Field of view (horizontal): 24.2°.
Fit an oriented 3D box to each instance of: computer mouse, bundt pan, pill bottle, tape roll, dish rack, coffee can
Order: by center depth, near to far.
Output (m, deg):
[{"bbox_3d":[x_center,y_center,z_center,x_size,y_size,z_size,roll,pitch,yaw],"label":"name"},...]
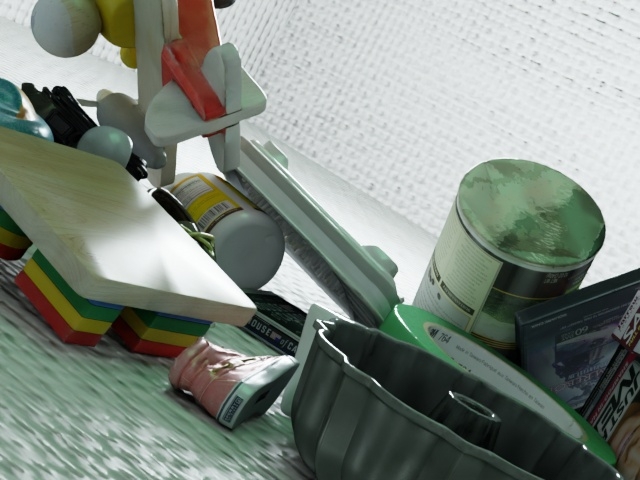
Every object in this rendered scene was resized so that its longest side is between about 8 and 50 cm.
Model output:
[{"bbox_3d":[0.112,0.202,1.358,0.331,0.124,0.331,28,8,-4],"label":"bundt pan"},{"bbox_3d":[0.201,0.197,1.782,0.321,0.077,0.321,34,8,-6],"label":"tape roll"},{"bbox_3d":[-0.290,-0.106,1.925,0.184,0.060,0.262,47,-23,-1],"label":"computer mouse"},{"bbox_3d":[-0.141,-0.018,1.981,0.117,0.117,0.215,23,9,-35],"label":"pill bottle"},{"bbox_3d":[0.000,0.000,1.989,0.333,0.072,0.285,45,-7,16],"label":"dish rack"},{"bbox_3d":[0.239,0.056,1.999,0.202,0.275,0.201,9,43,-9],"label":"coffee can"}]

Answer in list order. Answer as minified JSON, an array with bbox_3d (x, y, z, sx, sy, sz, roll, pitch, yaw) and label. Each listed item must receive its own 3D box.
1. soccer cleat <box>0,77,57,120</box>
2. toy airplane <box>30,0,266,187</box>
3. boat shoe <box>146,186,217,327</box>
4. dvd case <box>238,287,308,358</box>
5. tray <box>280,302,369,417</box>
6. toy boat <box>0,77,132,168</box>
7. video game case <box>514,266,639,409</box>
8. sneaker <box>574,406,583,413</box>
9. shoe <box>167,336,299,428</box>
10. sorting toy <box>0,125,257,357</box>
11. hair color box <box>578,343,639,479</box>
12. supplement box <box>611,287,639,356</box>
[{"bbox_3d":[-0.454,-0.174,2.128,0.289,0.093,0.121,21,-43,45],"label":"soccer cleat"},{"bbox_3d":[-0.217,-0.251,1.830,0.272,0.386,0.384,-4,5,-9],"label":"toy airplane"},{"bbox_3d":[-0.173,0.016,1.725,0.109,0.091,0.305,25,8,-24],"label":"boat shoe"},{"bbox_3d":[-0.010,0.125,1.818,0.239,0.029,0.179,32,8,21],"label":"dvd case"},{"bbox_3d":[0.097,0.170,1.549,0.270,0.030,0.145,26,49,-12],"label":"tray"},{"bbox_3d":[-0.362,-0.120,1.755,0.318,0.148,0.267,31,8,24],"label":"toy boat"},{"bbox_3d":[0.353,0.143,1.974,0.274,0.196,0.026,78,-9,-53],"label":"video game case"},{"bbox_3d":[0.294,0.201,2.169,0.331,0.122,0.146,32,26,20],"label":"sneaker"},{"bbox_3d":[-0.081,0.125,1.414,0.081,0.063,0.178,34,13,11],"label":"shoe"},{"bbox_3d":[-0.231,0.007,1.453,0.255,0.089,0.257,44,15,29],"label":"sorting toy"},{"bbox_3d":[0.416,0.264,1.797,0.114,0.185,0.374,28,7,-10],"label":"hair color box"},{"bbox_3d":[0.493,0.122,1.817,0.239,0.130,0.073,26,8,-15],"label":"supplement box"}]
